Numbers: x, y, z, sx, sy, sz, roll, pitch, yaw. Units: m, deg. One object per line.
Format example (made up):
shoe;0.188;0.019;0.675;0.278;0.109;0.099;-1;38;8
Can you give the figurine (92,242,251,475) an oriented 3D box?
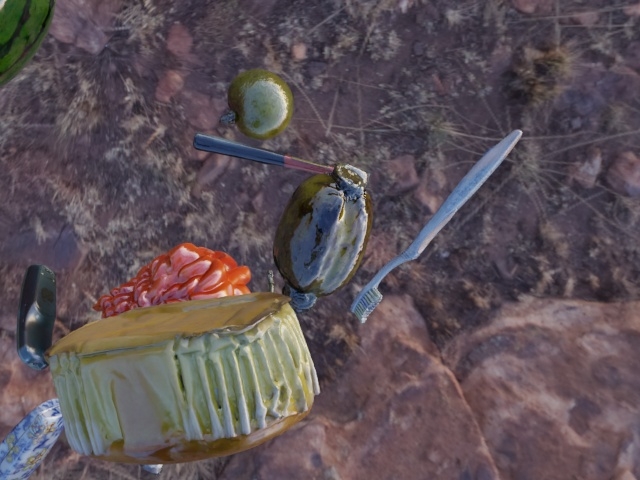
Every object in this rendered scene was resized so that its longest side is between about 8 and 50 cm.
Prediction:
figurine;-0.269;0.215;1.287;0.306;0.241;0.412;-7;79;19

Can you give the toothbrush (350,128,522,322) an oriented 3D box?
toothbrush;0.155;-0.015;0.992;0.028;0.037;0.375;5;132;-46

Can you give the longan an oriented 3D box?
longan;-0.145;-0.299;1.549;0.176;0.155;0.145;-18;138;-10

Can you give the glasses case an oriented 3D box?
glasses case;-0.517;0.368;1.198;0.065;0.087;0.248;44;107;11

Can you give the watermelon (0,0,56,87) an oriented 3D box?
watermelon;-0.474;-0.233;0.755;0.330;0.330;0.190;11;80;-19

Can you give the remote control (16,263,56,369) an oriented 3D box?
remote control;-0.522;0.136;1.288;0.042;0.222;0.072;-26;140;13

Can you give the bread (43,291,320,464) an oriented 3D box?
bread;-0.100;0.104;0.518;0.190;0.132;0.114;-14;93;18

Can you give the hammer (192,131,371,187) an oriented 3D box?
hammer;-0.058;-0.126;1.106;0.287;0.111;0.033;13;95;-1

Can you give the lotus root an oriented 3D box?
lotus root;0.000;0.000;0.907;0.120;0.120;0.210;16;107;-20

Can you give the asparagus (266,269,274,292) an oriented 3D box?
asparagus;-0.105;0.119;1.488;0.015;0.127;0.018;-20;145;22
